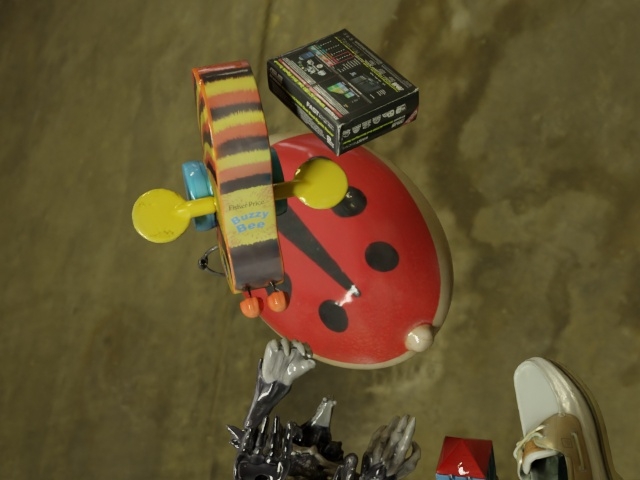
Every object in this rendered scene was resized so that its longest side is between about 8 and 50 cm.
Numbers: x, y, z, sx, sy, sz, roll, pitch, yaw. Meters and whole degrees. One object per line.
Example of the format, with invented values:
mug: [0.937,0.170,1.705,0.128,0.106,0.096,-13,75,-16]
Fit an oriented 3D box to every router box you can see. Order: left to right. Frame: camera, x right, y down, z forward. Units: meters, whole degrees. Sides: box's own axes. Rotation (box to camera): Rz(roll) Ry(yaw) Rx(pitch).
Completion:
router box: [0.020,-0.141,0.897,0.122,0.092,0.038,47,152,35]

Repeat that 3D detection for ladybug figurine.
ladybug figurine: [0.000,0.000,1.384,0.449,0.162,0.305,40,97,32]

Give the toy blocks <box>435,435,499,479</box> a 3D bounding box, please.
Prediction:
toy blocks: [0.141,0.363,0.865,0.190,0.261,0.381,2,38,20]

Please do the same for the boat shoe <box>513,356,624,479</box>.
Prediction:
boat shoe: [0.319,0.283,1.283,0.113,0.103,0.302,117,147,-40]

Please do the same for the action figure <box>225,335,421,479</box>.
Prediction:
action figure: [0.000,0.175,0.809,0.141,0.164,0.275,-61,-1,0]

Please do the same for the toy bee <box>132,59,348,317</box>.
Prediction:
toy bee: [-0.061,-0.018,0.929,0.195,0.298,0.162,-26,51,4]
